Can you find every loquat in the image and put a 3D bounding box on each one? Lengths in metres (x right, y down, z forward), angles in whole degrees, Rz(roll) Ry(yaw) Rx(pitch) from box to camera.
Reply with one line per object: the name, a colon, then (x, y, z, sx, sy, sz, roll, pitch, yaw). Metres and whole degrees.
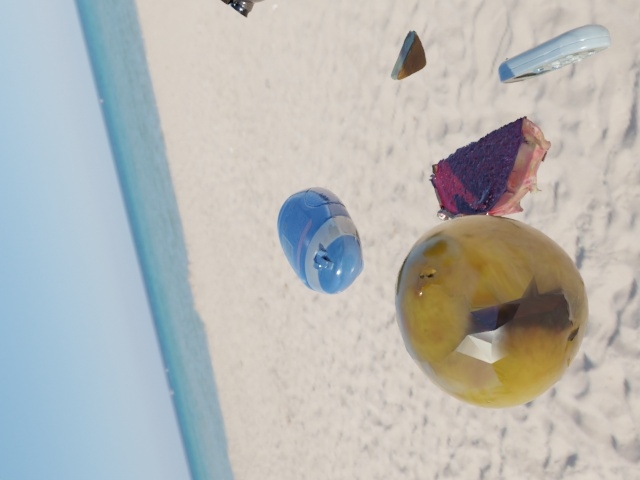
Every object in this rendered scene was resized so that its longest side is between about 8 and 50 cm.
loquat: (0.204, 0.082, 0.872, 0.235, 0.234, 0.235, 166, 90, -76)

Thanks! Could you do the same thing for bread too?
bread: (0.196, -0.385, 1.526, 0.043, 0.062, 0.109, 38, 111, 58)

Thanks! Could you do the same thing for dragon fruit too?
dragon fruit: (0.312, -0.093, 1.290, 0.274, 0.126, 0.161, -26, 49, 58)

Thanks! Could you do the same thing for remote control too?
remote control: (0.376, -0.303, 1.177, 0.244, 0.087, 0.047, 177, 79, -73)

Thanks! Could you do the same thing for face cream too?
face cream: (0.000, 0.000, 1.137, 0.264, 0.083, 0.149, -130, 53, -65)

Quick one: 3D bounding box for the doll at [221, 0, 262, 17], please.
doll: (-0.125, -0.603, 1.511, 0.257, 0.182, 0.117, -47, 51, 18)
